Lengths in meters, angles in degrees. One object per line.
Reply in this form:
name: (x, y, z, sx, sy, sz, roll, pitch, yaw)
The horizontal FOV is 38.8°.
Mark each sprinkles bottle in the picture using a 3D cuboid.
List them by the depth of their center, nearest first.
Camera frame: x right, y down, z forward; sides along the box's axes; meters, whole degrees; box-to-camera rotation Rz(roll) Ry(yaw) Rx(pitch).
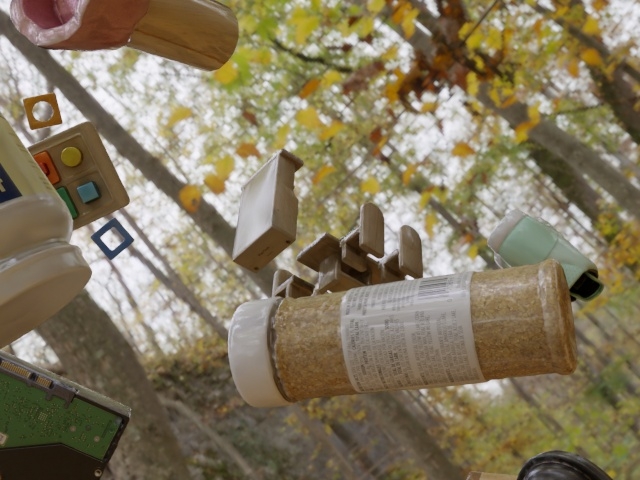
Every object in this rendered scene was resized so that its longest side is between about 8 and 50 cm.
sprinkles bottle: (0.083, 0.102, 0.965, 0.356, 0.121, 0.121, -9, -20, 19)

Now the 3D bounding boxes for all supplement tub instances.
supplement tub: (-0.440, -0.040, 1.057, 0.235, 0.324, 0.235, -36, -6, -5)

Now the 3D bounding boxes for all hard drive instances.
hard drive: (-0.458, 0.355, 1.335, 0.338, 0.237, 0.064, -64, 11, 1)

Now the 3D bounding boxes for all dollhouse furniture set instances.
dollhouse furniture set: (0.000, 0.000, 1.379, 0.242, 0.161, 0.212, 30, -49, -26)

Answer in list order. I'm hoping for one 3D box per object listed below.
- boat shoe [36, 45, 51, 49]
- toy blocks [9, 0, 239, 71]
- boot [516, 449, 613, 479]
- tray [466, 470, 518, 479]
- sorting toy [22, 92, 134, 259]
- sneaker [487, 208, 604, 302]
boat shoe: (-0.165, -0.276, 0.945, 0.306, 0.113, 0.105, -37, -14, -33)
toy blocks: (-0.235, -0.234, 0.496, 0.289, 0.308, 0.260, -8, -8, 33)
boot: (0.118, 0.261, 0.510, 0.091, 0.262, 0.229, -20, -16, 39)
tray: (0.299, 0.341, 0.783, 0.411, 0.203, 0.076, 48, -127, -32)
sorting toy: (-0.487, -0.112, 1.725, 0.196, 0.347, 0.047, -26, 6, -10)
sneaker: (0.326, 0.040, 1.280, 0.094, 0.151, 0.256, -52, -20, 11)
